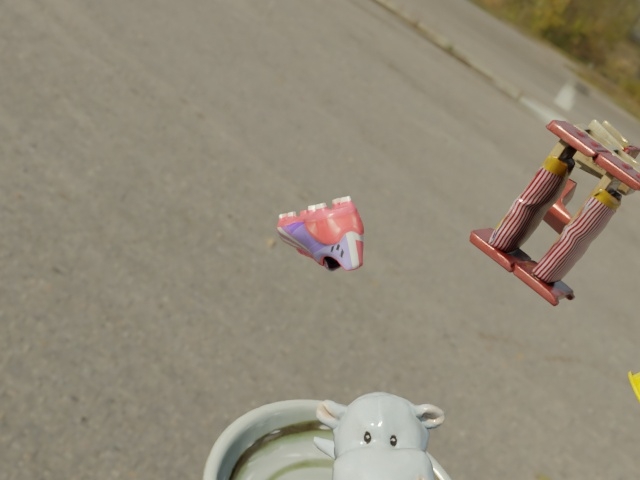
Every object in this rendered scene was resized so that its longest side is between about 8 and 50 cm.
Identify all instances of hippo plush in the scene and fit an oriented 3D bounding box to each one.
[{"bbox_3d":[0.104,0.291,1.612,0.234,0.237,0.294,5,43,0],"label":"hippo plush"}]

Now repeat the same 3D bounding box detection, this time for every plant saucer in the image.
[{"bbox_3d":[0.018,0.398,1.827,0.400,0.100,0.400,16,39,-13],"label":"plant saucer"}]

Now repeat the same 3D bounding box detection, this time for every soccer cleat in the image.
[{"bbox_3d":[0.000,0.000,1.789,0.083,0.095,0.248,-13,-1,-16],"label":"soccer cleat"}]

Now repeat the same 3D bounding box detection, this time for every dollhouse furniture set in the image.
[{"bbox_3d":[0.370,-0.048,1.907,0.152,0.201,0.374,38,17,16],"label":"dollhouse furniture set"}]

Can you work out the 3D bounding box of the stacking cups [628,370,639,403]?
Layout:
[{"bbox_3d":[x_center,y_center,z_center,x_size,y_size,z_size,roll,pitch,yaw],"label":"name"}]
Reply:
[{"bbox_3d":[0.558,0.147,1.722,0.096,0.316,0.096,57,16,-26],"label":"stacking cups"}]
